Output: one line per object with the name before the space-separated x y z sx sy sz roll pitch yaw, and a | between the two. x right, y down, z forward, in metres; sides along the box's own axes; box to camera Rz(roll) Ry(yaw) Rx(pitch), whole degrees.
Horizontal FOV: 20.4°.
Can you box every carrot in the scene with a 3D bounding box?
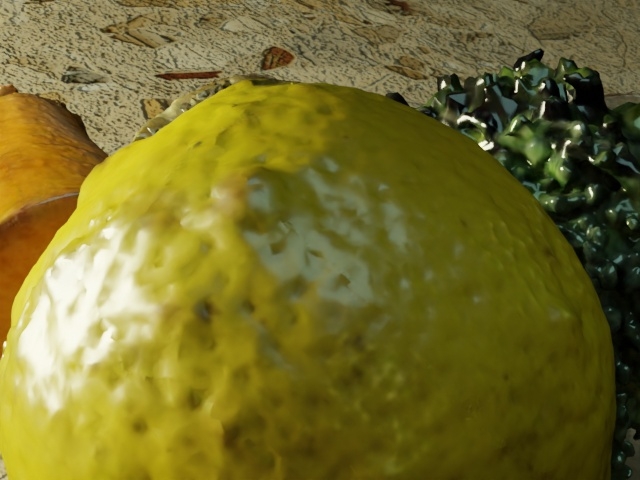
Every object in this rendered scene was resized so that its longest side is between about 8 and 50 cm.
carrot | -0.222 -0.015 1.339 0.196 0.196 0.254 -2 32 -25

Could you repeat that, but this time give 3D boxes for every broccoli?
broccoli | 0.166 0.036 1.293 0.293 0.348 0.281 -13 8 18

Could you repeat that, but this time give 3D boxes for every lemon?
lemon | 0.000 0.093 1.020 0.387 0.350 0.350 45 37 6

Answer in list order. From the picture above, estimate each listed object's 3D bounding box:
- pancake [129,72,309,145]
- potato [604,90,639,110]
pancake | -0.001 -0.001 1.504 0.387 0.082 0.387 10 39 -8
potato | 0.269 -0.054 1.691 0.138 0.098 0.243 21 38 18
